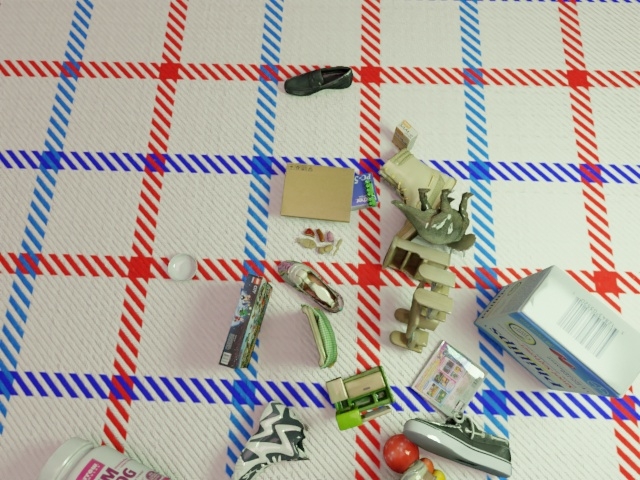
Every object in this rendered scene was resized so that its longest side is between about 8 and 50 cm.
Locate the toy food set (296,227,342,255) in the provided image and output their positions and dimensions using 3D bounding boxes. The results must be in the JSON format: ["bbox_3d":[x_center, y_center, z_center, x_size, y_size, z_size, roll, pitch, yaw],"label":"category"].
[{"bbox_3d":[0.000,0.000,1.243,0.122,0.019,0.077,25,76,15],"label":"toy food set"}]

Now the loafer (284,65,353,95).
[{"bbox_3d":[-0.007,-0.513,1.349,0.224,0.078,0.076,-9,74,-1],"label":"loafer"}]

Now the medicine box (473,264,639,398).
[{"bbox_3d":[0.562,0.224,1.029,0.263,0.289,0.149,42,77,11],"label":"medicine box"}]

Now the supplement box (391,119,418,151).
[{"bbox_3d":[0.252,-0.309,1.278,0.036,0.098,0.062,-39,77,-9],"label":"supplement box"}]

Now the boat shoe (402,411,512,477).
[{"bbox_3d":[0.339,0.475,1.034,0.307,0.113,0.104,24,58,-9],"label":"boat shoe"}]

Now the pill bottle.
[{"bbox_3d":[-0.510,0.598,1.017,0.283,0.160,0.160,23,77,7],"label":"pill bottle"}]

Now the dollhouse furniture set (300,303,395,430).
[{"bbox_3d":[0.072,0.288,1.070,0.152,0.197,0.301,-18,76,-2],"label":"dollhouse furniture set"}]

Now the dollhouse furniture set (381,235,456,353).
[{"bbox_3d":[0.234,0.128,1.110,0.161,0.212,0.242,18,50,4],"label":"dollhouse furniture set"}]

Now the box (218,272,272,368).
[{"bbox_3d":[-0.190,0.215,1.115,0.044,0.159,0.232,14,76,7],"label":"box"}]

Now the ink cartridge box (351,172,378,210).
[{"bbox_3d":[0.060,-0.133,1.262,0.207,0.046,0.097,-10,76,-2],"label":"ink cartridge box"}]

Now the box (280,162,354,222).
[{"bbox_3d":[-0.008,-0.139,1.229,0.201,0.021,0.164,6,77,2],"label":"box"}]

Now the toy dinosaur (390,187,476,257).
[{"bbox_3d":[0.318,-0.050,1.109,0.314,0.121,0.160,10,80,-39],"label":"toy dinosaur"}]

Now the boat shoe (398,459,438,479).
[{"bbox_3d":[0.182,0.651,0.951,0.116,0.123,0.324,32,112,28],"label":"boat shoe"}]

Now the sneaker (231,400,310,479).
[{"bbox_3d":[-0.110,0.541,1.058,0.153,0.094,0.234,23,66,16],"label":"sneaker"}]

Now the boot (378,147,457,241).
[{"bbox_3d":[0.243,-0.131,1.232,0.203,0.095,0.262,37,77,10],"label":"boot"}]

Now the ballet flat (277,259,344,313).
[{"bbox_3d":[-0.026,0.121,1.178,0.222,0.079,0.077,37,80,11],"label":"ballet flat"}]

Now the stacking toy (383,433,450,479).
[{"bbox_3d":[0.281,0.611,1.018,0.141,0.141,0.330,-39,74,-9],"label":"stacking toy"}]

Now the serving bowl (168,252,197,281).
[{"bbox_3d":[-0.393,0.080,1.224,0.084,0.027,0.083,0,75,2],"label":"serving bowl"}]

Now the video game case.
[{"bbox_3d":[0.343,0.372,1.134,0.143,0.019,0.157,36,79,10],"label":"video game case"}]

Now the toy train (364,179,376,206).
[{"bbox_3d":[0.145,-0.137,1.230,0.024,0.017,0.083,-5,76,-11],"label":"toy train"}]
